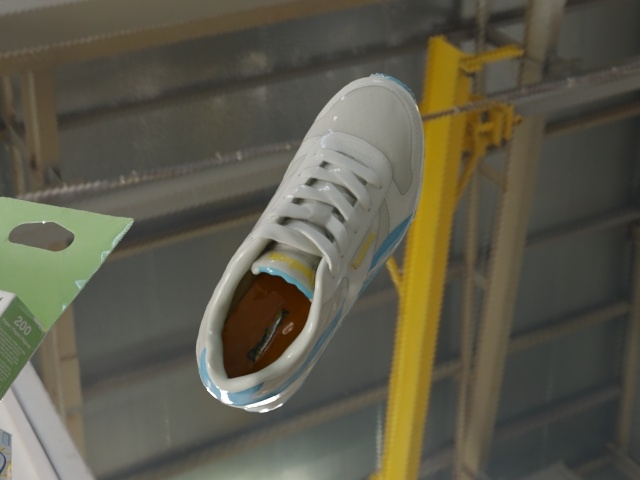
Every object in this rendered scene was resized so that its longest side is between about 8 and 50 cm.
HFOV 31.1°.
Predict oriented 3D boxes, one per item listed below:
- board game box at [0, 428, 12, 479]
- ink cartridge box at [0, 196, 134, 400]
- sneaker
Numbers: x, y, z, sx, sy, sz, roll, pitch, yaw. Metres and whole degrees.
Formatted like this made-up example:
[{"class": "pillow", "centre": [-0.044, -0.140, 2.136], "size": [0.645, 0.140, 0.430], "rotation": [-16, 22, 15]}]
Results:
[{"class": "board game box", "centre": [-0.355, 0.221, 1.075], "size": [0.136, 0.201, 0.035], "rotation": [35, -77, -27]}, {"class": "ink cartridge box", "centre": [-0.274, 0.045, 0.878], "size": [0.235, 0.171, 0.056], "rotation": [-59, -40, -28]}, {"class": "sneaker", "centre": [0.000, 0.000, 0.703], "size": [0.092, 0.087, 0.229], "rotation": [67, -132, -80]}]
